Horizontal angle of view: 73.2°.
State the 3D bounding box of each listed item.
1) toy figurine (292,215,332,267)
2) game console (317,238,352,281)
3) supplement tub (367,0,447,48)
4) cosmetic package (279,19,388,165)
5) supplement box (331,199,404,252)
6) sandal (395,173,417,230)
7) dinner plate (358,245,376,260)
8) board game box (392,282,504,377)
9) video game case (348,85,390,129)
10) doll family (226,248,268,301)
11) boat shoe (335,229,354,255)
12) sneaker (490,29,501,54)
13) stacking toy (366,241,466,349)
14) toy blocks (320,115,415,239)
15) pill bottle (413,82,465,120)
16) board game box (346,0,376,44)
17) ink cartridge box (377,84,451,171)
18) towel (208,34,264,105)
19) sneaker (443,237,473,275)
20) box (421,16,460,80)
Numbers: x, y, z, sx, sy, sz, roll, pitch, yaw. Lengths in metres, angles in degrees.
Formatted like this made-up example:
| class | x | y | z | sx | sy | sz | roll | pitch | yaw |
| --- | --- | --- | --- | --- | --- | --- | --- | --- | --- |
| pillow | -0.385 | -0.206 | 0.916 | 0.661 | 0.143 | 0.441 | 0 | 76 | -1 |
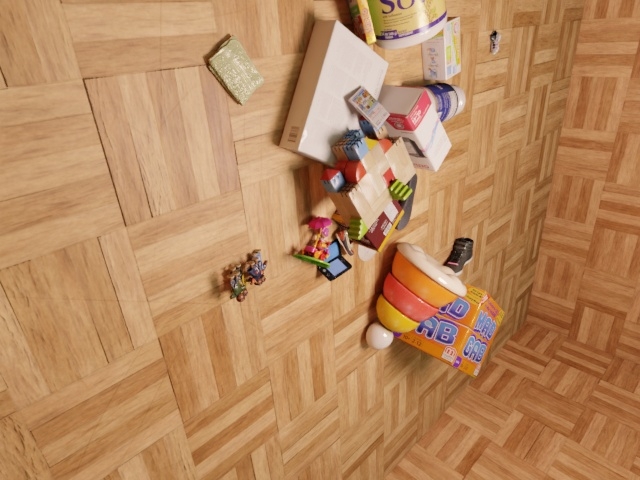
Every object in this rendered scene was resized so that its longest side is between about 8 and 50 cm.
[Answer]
| class | x | y | z | sx | sy | sz | roll | pitch | yaw |
| --- | --- | --- | --- | --- | --- | --- | --- | --- | --- |
| toy figurine | 0.000 | 0.000 | 1.463 | 0.173 | 0.130 | 0.159 | 31 | 73 | -60 |
| game console | 0.051 | 0.071 | 1.570 | 0.122 | 0.107 | 0.071 | -30 | 154 | -35 |
| supplement tub | 0.237 | -0.778 | 1.279 | 0.241 | 0.241 | 0.331 | -46 | 134 | -24 |
| cosmetic package | 0.049 | -0.426 | 1.335 | 0.284 | 0.097 | 0.377 | 12 | 97 | -48 |
| supplement box | 0.179 | -0.096 | 1.588 | 0.191 | 0.129 | 0.194 | -57 | 138 | -12 |
| sandal | 0.352 | -0.163 | 1.814 | 0.097 | 0.054 | 0.254 | 28 | 75 | -56 |
| dinner plate | 0.203 | 0.018 | 1.749 | 0.141 | 0.017 | 0.141 | -21 | 121 | -39 |
| board game box | 0.608 | 0.395 | 2.081 | 0.356 | 0.356 | 0.356 | 35 | 79 | -48 |
| video game case | 0.150 | -0.404 | 1.310 | 0.122 | 0.011 | 0.087 | 44 | 56 | -9 |
| doll family | -0.214 | 0.111 | 1.299 | 0.193 | 0.076 | 0.111 | -35 | 124 | -36 |
| boat shoe | 0.101 | 0.010 | 1.602 | 0.043 | 0.049 | 0.137 | -27 | 134 | 8 |
| sneaker | 0.793 | -0.912 | 1.975 | 0.069 | 0.038 | 0.098 | 13 | 87 | -47 |
| stacking toy | 0.362 | 0.279 | 1.876 | 0.350 | 0.350 | 0.480 | 21 | 109 | -49 |
| toy blocks | 0.142 | -0.229 | 1.347 | 0.381 | 0.191 | 0.261 | -49 | 125 | -23 |
| pill bottle | 0.441 | -0.527 | 1.670 | 0.265 | 0.153 | 0.153 | -24 | 123 | -39 |
| board game box | 0.100 | -0.716 | 1.251 | 0.039 | 0.124 | 0.259 | -21 | 129 | -1 |
| ink cartridge box | 0.299 | -0.393 | 1.519 | 0.131 | 0.226 | 0.306 | -58 | 137 | -11 |
| towel | -0.214 | -0.432 | 1.105 | 0.110 | 0.027 | 0.148 | -54 | 137 | -15 |
| sneaker | 0.719 | 0.078 | 2.267 | 0.296 | 0.104 | 0.147 | -32 | 126 | -42 |
| box | 0.459 | -0.730 | 1.640 | 0.114 | 0.103 | 0.203 | -38 | 131 | -30 |
